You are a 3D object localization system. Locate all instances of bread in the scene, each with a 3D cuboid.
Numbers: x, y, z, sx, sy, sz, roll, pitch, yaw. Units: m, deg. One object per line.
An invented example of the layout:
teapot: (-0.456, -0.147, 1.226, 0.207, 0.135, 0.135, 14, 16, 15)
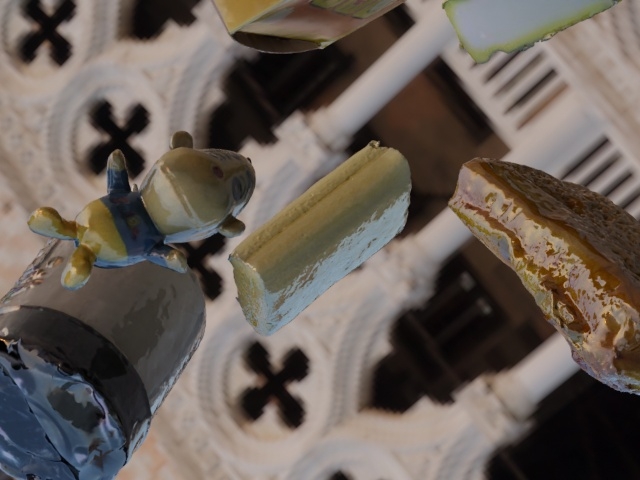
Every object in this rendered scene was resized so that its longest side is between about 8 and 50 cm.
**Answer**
bread: (0.000, 0.000, 1.540, 0.060, 0.178, 0.139, 45, 160, 19)
bread: (0.191, 0.022, 1.249, 0.139, 0.077, 0.271, 12, -159, -28)

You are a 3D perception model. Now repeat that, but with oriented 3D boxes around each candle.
candle: (-0.206, 0.075, 1.612, 0.187, 0.187, 0.330, 43, -140, -12)

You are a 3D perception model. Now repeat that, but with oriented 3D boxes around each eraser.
eraser: (0.217, -0.235, 1.451, 0.226, 0.158, 0.069, -41, -76, -48)

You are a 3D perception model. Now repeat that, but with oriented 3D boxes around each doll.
doll: (-0.116, -0.024, 1.225, 0.179, 0.089, 0.102, -28, -96, -36)

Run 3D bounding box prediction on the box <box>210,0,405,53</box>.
box: (-0.017, -0.297, 1.149, 0.284, 0.213, 0.259, 61, -165, 3)
